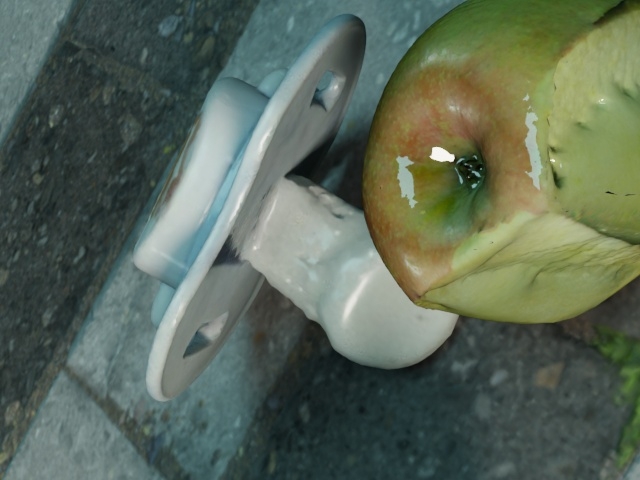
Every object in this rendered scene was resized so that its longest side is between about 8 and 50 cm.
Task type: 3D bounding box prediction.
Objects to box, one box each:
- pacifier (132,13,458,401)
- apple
[{"bbox_3d":[0.000,0.000,0.715,0.207,0.227,0.279,29,99,11],"label":"pacifier"},{"bbox_3d":[0.116,-0.049,0.591,0.207,0.188,0.174,-52,47,27],"label":"apple"}]
